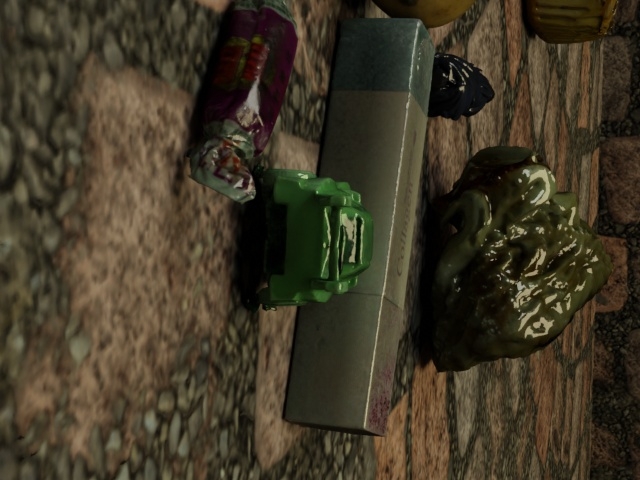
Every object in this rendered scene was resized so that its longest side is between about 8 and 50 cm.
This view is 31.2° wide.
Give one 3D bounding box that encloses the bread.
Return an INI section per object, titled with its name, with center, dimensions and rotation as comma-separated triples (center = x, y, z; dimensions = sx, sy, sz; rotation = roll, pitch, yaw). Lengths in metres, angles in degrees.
[bread]
center = 0.402, -0.427, 1.800
dimensions = 0.253, 0.142, 0.227
rotation = -15, 106, -74

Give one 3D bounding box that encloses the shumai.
[shumai]
center = 0.191, 0.011, 1.256
dimensions = 0.256, 0.189, 0.218
rotation = -38, 112, -46

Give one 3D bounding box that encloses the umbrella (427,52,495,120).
[umbrella]
center = 0.143, -0.161, 1.212
dimensions = 0.248, 0.071, 0.071
rotation = -26, 118, -74

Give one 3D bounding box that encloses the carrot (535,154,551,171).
[carrot]
center = 0.249, 0.018, 1.530
dimensions = 0.102, 0.102, 0.263
rotation = -51, 146, -60

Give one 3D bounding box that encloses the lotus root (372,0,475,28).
[lotus root]
center = 0.084, -0.238, 0.919
dimensions = 0.125, 0.118, 0.221
rotation = 53, 35, -13

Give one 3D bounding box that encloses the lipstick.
[lipstick]
center = 0.033, -0.013, 0.882
dimensions = 0.066, 0.068, 0.317
rotation = 41, 55, -68

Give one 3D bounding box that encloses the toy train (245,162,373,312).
[toy train]
center = 0.000, 0.000, 0.765
dimensions = 0.149, 0.081, 0.099
rotation = -1, 93, -71

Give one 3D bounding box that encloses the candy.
[candy]
center = -0.041, -0.095, 0.679
dimensions = 0.043, 0.045, 0.175
rotation = 73, 27, -59
